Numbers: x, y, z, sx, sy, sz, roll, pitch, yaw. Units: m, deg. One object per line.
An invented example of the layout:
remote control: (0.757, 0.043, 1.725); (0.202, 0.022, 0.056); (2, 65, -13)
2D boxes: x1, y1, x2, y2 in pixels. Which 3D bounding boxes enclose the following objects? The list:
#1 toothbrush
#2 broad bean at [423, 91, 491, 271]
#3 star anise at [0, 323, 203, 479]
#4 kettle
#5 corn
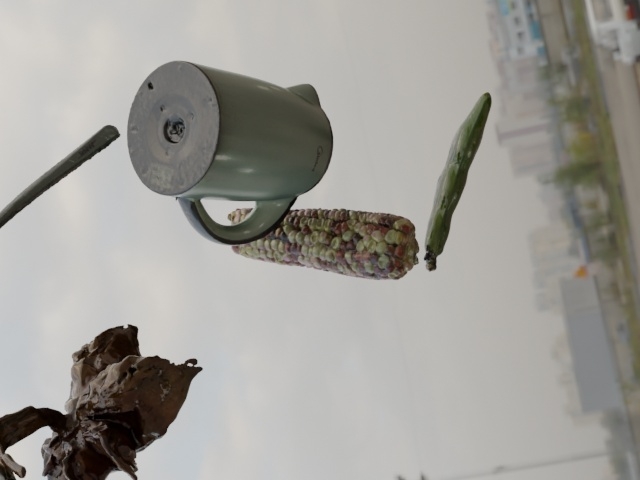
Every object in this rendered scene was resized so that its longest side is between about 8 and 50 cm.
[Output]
toothbrush: (-0.372, -0.061, 1.540); (0.297, 0.030, 0.031); (-42, -34, -25)
broad bean: (0.203, -0.092, 1.824); (0.060, 0.043, 0.298); (157, 133, -78)
star anise: (-0.263, 0.212, 1.362); (0.148, 0.237, 0.346); (55, -154, -6)
kettle: (-0.107, -0.101, 1.505); (0.236, 0.161, 0.221); (2, -77, -51)
corn: (0.000, 0.000, 1.624); (0.092, 0.280, 0.092); (6, -90, -71)
